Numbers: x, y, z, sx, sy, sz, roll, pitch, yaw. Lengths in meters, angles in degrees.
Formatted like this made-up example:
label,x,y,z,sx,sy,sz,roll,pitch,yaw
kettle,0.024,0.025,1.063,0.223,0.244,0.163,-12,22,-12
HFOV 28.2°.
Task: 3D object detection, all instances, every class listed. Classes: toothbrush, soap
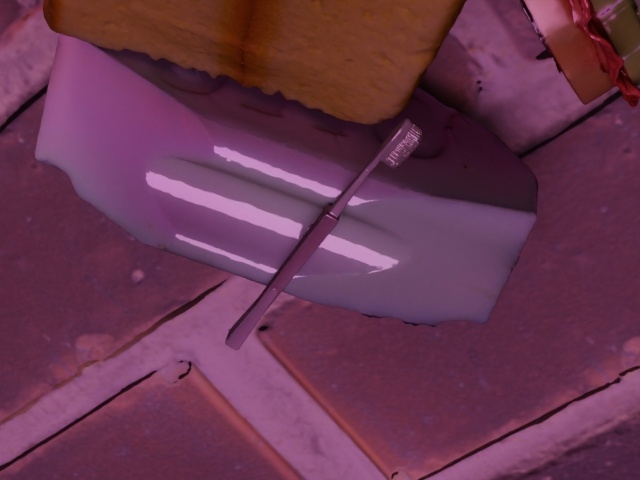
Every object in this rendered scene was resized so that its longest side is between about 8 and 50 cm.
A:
label,x,y,z,sx,sy,sz,roll,pitch,yaw
toothbrush,-0.002,-0.001,0.764,0.017,0.014,0.194,35,119,-11
soap,-0.021,-0.057,0.855,0.324,0.193,0.109,21,122,-1

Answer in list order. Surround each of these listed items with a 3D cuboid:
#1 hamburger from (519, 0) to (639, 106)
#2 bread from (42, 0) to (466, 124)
label,x,y,z,sx,sy,sz,roll,pitch,yaw
hamburger,0.185,-0.173,0.765,0.137,0.175,0.175,-25,112,17
bread,0.003,-0.291,0.732,0.233,0.361,0.245,17,161,-3
